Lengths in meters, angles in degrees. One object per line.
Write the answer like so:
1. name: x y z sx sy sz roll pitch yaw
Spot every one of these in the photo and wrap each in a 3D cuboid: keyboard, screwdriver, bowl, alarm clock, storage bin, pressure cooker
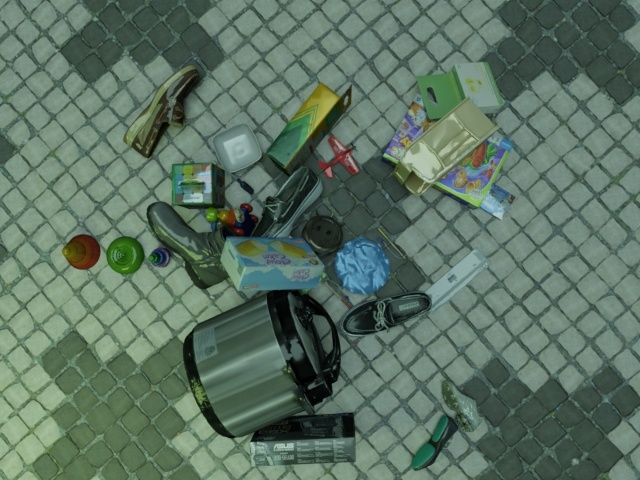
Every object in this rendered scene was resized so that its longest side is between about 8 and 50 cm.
1. keyboard: 0.436 0.131 1.750 0.256 0.014 0.072 -41 82 0
2. screwdriver: -0.282 -0.207 1.747 0.024 0.025 0.170 -46 122 8
3. bowl: -0.272 -0.302 1.776 0.141 0.053 0.142 -25 86 2
4. alarm clock: 0.000 0.000 1.721 0.129 0.064 0.192 25 70 -5
5. storage bin: 0.349 -0.258 1.561 0.260 0.262 0.123 -40 86 1
6. pressure cooker: -0.145 0.348 1.588 0.420 0.375 0.370 -25 84 2

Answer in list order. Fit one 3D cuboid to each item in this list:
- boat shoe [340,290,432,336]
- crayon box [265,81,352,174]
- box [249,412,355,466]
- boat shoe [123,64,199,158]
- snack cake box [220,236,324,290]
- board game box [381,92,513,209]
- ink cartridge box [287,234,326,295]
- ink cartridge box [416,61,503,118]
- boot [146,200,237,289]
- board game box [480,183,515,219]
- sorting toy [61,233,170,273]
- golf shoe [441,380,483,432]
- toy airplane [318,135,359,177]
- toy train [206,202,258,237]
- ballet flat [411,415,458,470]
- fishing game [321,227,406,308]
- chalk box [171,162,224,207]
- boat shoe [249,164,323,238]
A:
1. boat shoe: 0.206 0.238 1.705 0.306 0.105 0.113 -13 86 6
2. crayon box: -0.031 -0.359 1.692 0.083 0.203 0.323 39 90 4
3. box: -0.046 0.604 1.640 0.307 0.242 0.077 -4 88 3
4. boat shoe: -0.497 -0.417 1.764 0.123 0.123 0.342 42 94 -5
5. snack cake box: -0.140 0.066 1.576 0.264 0.152 0.089 1 122 -35
6. board game box: 0.404 -0.284 1.731 0.347 0.078 0.234 28 90 3
7. ink cartridge box: -0.088 0.073 1.749 0.109 0.062 0.209 -42 87 0
8. ink cartridge box: 0.439 -0.476 1.698 0.234 0.056 0.171 -7 70 -14
9. boot: -0.366 -0.010 1.666 0.222 0.118 0.338 -21 115 36
10. board game box: 0.572 -0.127 1.746 0.090 0.020 0.090 32 91 3
11. sorting toy: -0.683 0.046 1.748 0.365 0.126 0.127 4 88 4
12. golf shoe: 0.454 0.519 1.719 0.086 0.069 0.176 -25 85 -25
13. toy airplane: 0.057 -0.264 1.771 0.151 0.028 0.151 0 87 4
14. toy train: -0.292 -0.075 1.676 0.143 0.248 0.105 12 71 10
15. ballet flat: 0.372 0.656 1.706 0.074 0.074 0.203 35 84 3
16. fishing game: 0.134 0.084 1.752 0.189 0.041 0.264 44 82 3
17. chalk box: -0.390 -0.174 1.697 0.132 0.213 0.132 -1 88 2
18. boat shoe: -0.133 -0.102 1.700 0.335 0.121 0.119 -53 131 -16
